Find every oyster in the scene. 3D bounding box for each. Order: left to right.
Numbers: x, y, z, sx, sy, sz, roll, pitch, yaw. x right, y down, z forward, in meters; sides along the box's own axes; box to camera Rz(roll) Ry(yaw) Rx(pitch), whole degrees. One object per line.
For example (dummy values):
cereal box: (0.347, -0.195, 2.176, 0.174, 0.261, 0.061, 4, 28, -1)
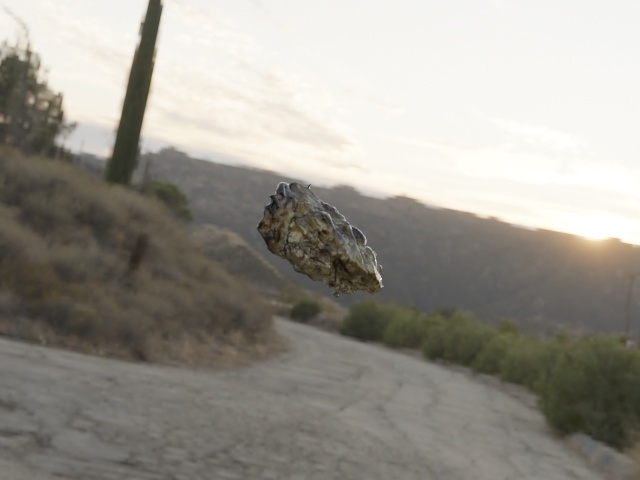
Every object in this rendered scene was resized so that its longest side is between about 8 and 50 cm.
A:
oyster: (0.006, 0.004, 1.323, 0.177, 0.105, 0.056, 49, -44, -13)
